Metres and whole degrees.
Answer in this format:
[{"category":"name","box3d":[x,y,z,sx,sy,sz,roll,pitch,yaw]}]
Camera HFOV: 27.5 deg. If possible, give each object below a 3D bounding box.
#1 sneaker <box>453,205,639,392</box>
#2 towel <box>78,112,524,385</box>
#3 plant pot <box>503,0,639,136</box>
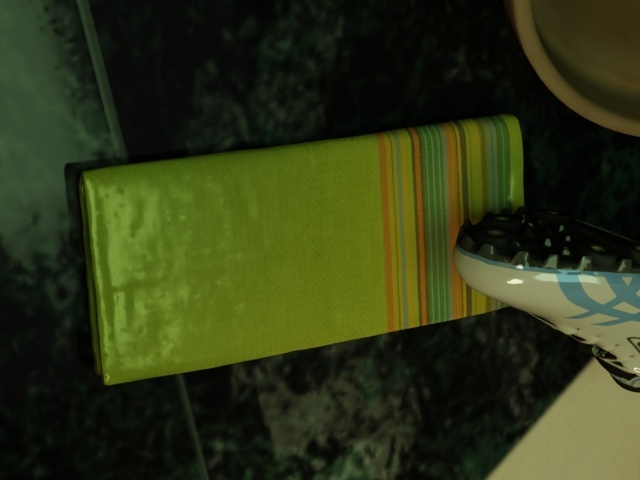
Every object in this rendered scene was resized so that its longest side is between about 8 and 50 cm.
[{"category":"sneaker","box3d":[0.158,0.038,0.681,0.237,0.085,0.086,13,102,-39]},{"category":"towel","box3d":[0.000,0.000,0.636,0.237,0.021,0.102,-9,103,-27]},{"category":"plant pot","box3d":[0.190,-0.172,0.620,0.237,0.110,0.237,-7,135,-7]}]
